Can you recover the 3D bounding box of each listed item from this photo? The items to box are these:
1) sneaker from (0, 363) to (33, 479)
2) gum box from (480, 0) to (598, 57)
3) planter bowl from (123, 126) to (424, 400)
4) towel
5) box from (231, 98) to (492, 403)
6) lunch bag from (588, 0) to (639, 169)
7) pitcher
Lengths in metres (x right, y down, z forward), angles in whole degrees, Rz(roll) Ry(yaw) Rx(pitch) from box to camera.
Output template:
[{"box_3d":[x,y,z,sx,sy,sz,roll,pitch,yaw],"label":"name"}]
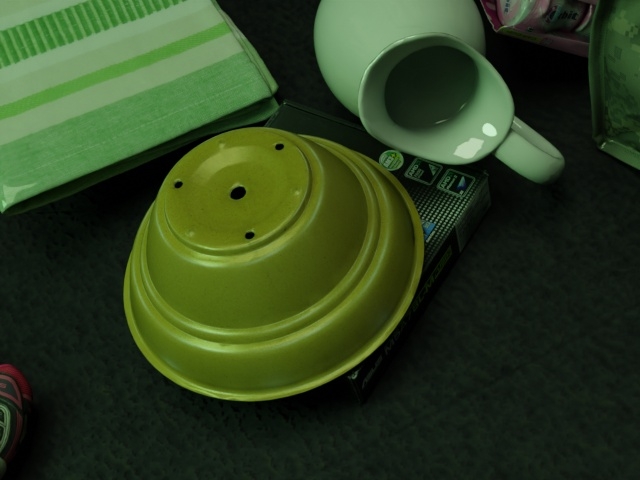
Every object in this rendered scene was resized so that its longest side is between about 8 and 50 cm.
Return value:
[{"box_3d":[-0.347,0.097,0.843,0.299,0.121,0.112,25,55,8],"label":"sneaker"},{"box_3d":[0.171,-0.219,0.916,0.107,0.062,0.188,9,43,-22],"label":"gum box"},{"box_3d":[-0.045,-0.009,0.796,0.217,0.090,0.217,-8,54,11],"label":"planter bowl"},{"box_3d":[-0.212,-0.187,0.984,0.247,0.038,0.325,-24,65,-22],"label":"towel"},{"box_3d":[0.000,0.000,0.862,0.184,0.045,0.191,24,64,26],"label":"box"},{"box_3d":[0.300,-0.189,0.760,0.235,0.287,0.169,-43,55,-17],"label":"lunch bag"},{"box_3d":[0.085,-0.121,0.873,0.125,0.177,0.207,-51,25,17],"label":"pitcher"}]
